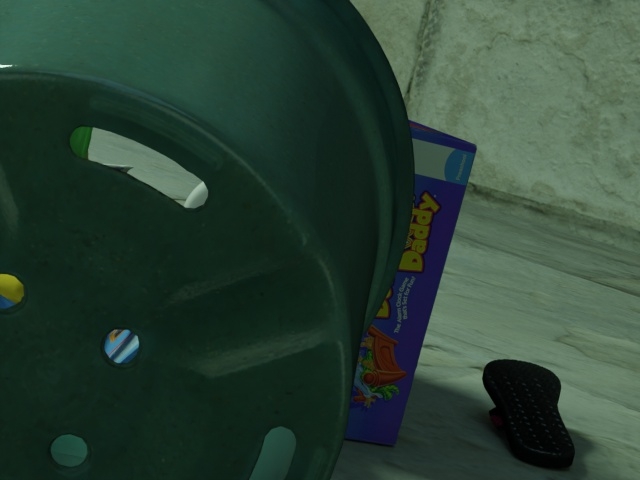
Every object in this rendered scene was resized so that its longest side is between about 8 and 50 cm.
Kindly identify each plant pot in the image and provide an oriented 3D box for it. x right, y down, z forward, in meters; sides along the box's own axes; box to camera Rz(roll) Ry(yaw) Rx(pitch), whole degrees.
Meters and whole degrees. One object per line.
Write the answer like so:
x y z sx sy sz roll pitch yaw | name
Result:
-0.114 0.009 0.768 0.341 0.341 0.334 13 15 -4 | plant pot

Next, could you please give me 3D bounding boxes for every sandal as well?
0.168 0.147 1.274 0.067 0.040 0.179 8 22 -3 | sandal

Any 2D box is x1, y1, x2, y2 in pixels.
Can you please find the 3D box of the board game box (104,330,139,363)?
-0.093 0.038 1.160 0.039 0.160 0.211 49 1 -13 | board game box

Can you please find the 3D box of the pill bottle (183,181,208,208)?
-0.077 -0.023 1.731 0.121 0.121 0.216 14 7 6 | pill bottle

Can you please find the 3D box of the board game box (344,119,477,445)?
0.000 0.000 1.275 0.078 0.233 0.347 12 7 -19 | board game box

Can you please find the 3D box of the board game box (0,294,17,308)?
-0.211 0.076 1.045 0.169 0.033 0.133 36 5 -36 | board game box

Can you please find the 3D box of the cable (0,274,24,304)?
-0.174 0.037 1.230 0.139 0.072 0.287 -9 13 -21 | cable

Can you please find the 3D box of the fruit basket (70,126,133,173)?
-0.384 -0.094 1.753 0.327 0.165 0.353 13 -8 -11 | fruit basket
